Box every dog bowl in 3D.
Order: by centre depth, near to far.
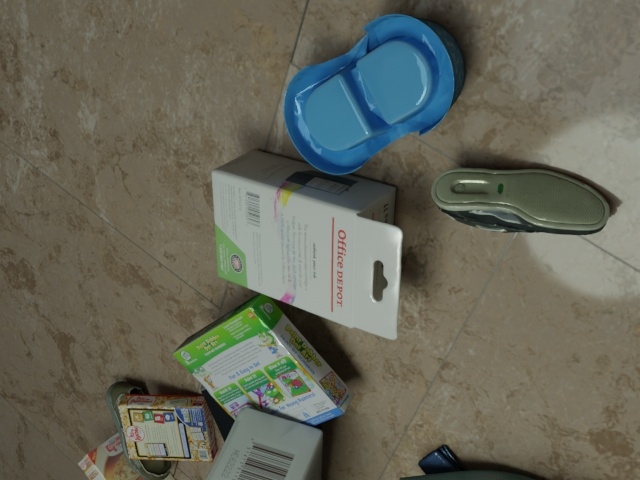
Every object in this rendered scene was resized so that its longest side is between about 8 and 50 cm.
[{"bbox_3d":[0.078,-0.208,1.101,0.297,0.074,0.166,-25,95,42],"label":"dog bowl"}]

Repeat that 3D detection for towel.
[{"bbox_3d":[0.225,0.410,1.320,0.119,0.029,0.067,49,130,6],"label":"towel"}]

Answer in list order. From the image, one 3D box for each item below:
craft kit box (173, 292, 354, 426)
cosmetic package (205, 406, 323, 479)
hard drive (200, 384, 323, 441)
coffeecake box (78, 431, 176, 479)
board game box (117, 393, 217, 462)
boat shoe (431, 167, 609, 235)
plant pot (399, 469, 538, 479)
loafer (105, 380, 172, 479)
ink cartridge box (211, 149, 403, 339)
[{"bbox_3d":[-0.106,0.237,1.372,0.246,0.061,0.250,48,131,-11],"label":"craft kit box"},{"bbox_3d":[-0.106,0.544,1.424,0.162,0.230,0.453,13,133,13],"label":"cosmetic package"},{"bbox_3d":[-0.126,0.332,1.532,0.255,0.054,0.172,-14,103,41],"label":"hard drive"},{"bbox_3d":[-0.456,0.552,1.832,0.185,0.142,0.068,50,131,6],"label":"coffeecake box"},{"bbox_3d":[-0.331,0.409,1.682,0.194,0.045,0.146,0,113,10],"label":"board game box"},{"bbox_3d":[0.271,-0.047,1.046,0.233,0.084,0.079,10,155,26],"label":"boat shoe"},{"bbox_3d":[0.274,0.503,1.185,0.252,0.247,0.247,-18,103,11],"label":"plant pot"},{"bbox_3d":[-0.410,0.439,1.774,0.087,0.094,0.251,-21,98,46],"label":"loafer"},{"bbox_3d":[0.000,0.000,1.230,0.354,0.119,0.207,19,123,30],"label":"ink cartridge box"}]
